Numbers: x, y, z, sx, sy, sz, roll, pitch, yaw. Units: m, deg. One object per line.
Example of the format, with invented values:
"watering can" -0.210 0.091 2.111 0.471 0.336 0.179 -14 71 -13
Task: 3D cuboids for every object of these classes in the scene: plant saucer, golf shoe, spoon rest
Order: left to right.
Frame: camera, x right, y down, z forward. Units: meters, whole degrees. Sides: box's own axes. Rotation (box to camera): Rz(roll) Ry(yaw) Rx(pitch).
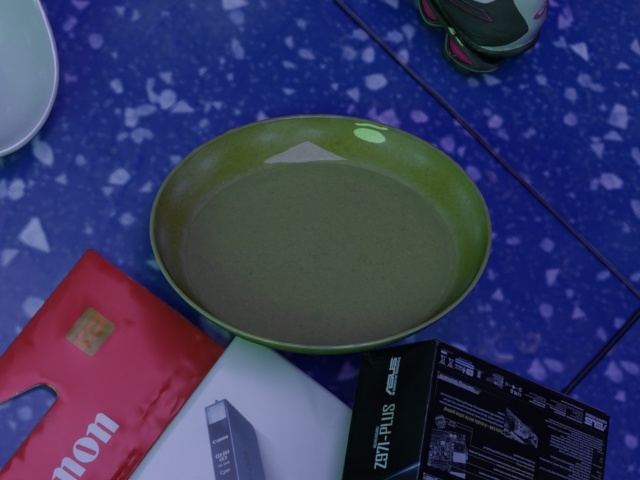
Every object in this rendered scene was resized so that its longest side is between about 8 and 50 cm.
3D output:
"spoon rest" -0.259 -0.187 1.279 0.137 0.084 0.276 0 72 -13
"plant saucer" 0.000 0.000 1.257 0.241 0.037 0.241 1 43 -1
"golf shoe" 0.078 -0.257 1.362 0.105 0.120 0.273 -42 84 -20

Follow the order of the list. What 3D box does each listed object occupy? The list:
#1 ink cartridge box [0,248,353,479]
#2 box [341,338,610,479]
"ink cartridge box" -0.136 0.180 1.198 0.261 0.066 0.296 37 68 -1
"box" 0.106 0.166 1.214 0.180 0.077 0.147 24 66 -36
